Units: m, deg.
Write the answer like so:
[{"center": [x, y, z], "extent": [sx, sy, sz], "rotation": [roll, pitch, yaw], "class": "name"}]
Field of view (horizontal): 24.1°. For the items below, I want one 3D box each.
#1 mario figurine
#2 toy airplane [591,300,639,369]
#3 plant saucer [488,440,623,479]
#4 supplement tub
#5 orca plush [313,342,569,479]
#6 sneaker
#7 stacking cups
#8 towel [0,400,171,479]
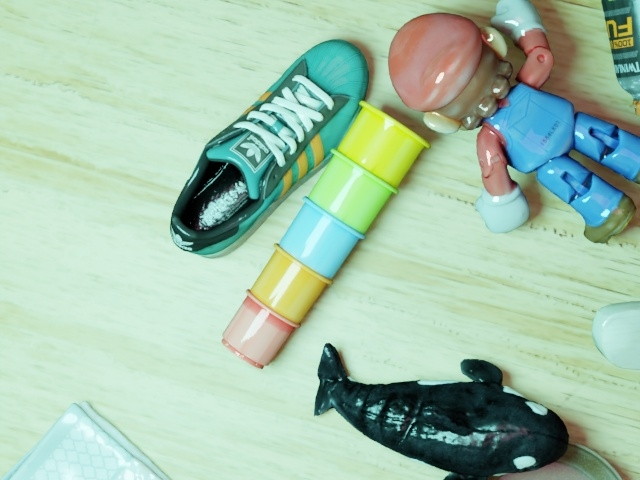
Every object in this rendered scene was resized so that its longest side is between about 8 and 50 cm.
[{"center": [0.215, -0.138, 1.663], "extent": [0.320, 0.170, 0.198], "rotation": [35, 50, -2], "class": "mario figurine"}, {"center": [0.511, 0.082, 1.518], "extent": [0.386, 0.272, 0.384], "rotation": [-46, 103, -11], "class": "toy airplane"}, {"center": [0.249, 0.315, 1.659], "extent": [0.199, 0.036, 0.198], "rotation": [0, 88, 7], "class": "plant saucer"}, {"center": [0.367, -0.236, 1.621], "extent": [0.117, 0.117, 0.190], "rotation": [-12, 97, 6], "class": "supplement tub"}, {"center": [0.124, 0.176, 1.631], "extent": [0.287, 0.102, 0.151], "rotation": [26, 77, 20], "class": "orca plush"}, {"center": [-0.055, -0.102, 1.672], "extent": [0.108, 0.121, 0.302], "rotation": [39, 92, 7], "class": "sneaker"}, {"center": [0.000, 0.000, 1.673], "extent": [0.096, 0.096, 0.316], "rotation": [33, 91, 7], "class": "stacking cups"}, {"center": [-0.274, 0.401, 1.710], "extent": [0.317, 0.053, 0.332], "rotation": [43, 94, 7], "class": "towel"}]
